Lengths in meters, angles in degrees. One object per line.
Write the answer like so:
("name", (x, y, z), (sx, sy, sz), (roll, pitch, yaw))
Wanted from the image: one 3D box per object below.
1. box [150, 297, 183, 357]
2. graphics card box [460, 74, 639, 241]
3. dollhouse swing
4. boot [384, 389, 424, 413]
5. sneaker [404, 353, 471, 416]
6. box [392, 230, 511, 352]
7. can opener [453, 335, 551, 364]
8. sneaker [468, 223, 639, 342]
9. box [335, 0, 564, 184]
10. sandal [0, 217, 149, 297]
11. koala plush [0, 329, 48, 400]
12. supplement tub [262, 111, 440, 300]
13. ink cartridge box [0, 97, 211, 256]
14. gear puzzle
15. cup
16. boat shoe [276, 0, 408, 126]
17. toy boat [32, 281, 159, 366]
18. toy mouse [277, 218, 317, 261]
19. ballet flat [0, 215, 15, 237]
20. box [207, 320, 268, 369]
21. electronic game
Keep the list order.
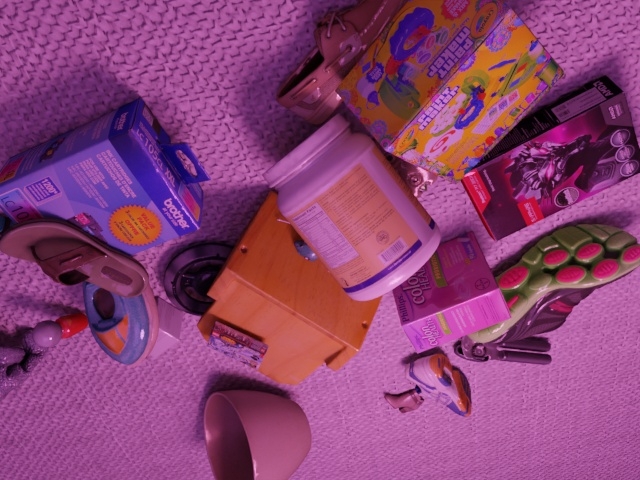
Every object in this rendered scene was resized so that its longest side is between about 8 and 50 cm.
("box", (-0.421, 0.225, 1.571), (0.102, 0.101, 0.087), (-37, 124, 23))
("graphics card box", (0.508, -0.173, 1.366), (0.370, 0.094, 0.233), (-27, 126, 14))
("dollhouse swing", (-0.079, 0.134, 1.471), (0.346, 0.315, 0.305), (32, 152, -9))
("boot", (0.266, 0.495, 1.908), (0.087, 0.042, 0.118), (-39, 124, 15))
("sneaker", (0.359, 0.439, 1.847), (0.130, 0.112, 0.296), (-17, 129, 30))
("box", (0.309, 0.125, 1.502), (0.242, 0.214, 0.117), (-24, 127, 13))
("can opener", (0.533, 0.323, 1.793), (0.283, 0.076, 0.095), (8, 159, -13))
("sneaker", (0.595, 0.120, 1.585), (0.482, 0.185, 0.202), (-31, 143, 21))
("box", (0.238, -0.288, 1.108), (0.290, 0.177, 0.279), (-47, 148, 21))
("sandal", (-0.494, 0.047, 1.243), (0.302, 0.086, 0.120), (25, 122, -25))
("koala plush", (-0.845, 0.276, 1.524), (0.196, 0.203, 0.221), (-25, 115, 13))
("supplement tub", (0.062, -0.068, 1.251), (0.241, 0.241, 0.331), (-36, 99, 20))
("ink cartridge box", (-0.427, -0.112, 1.276), (0.395, 0.151, 0.270), (-22, 128, 9))
("gear puzzle", (0.158, -0.150, 1.379), (0.175, 0.044, 0.339), (36, 113, -18))
("cup", (-0.168, 0.579, 1.781), (0.236, 0.331, 0.331), (-8, 134, -34))
("boat shoe", (0.040, -0.365, 1.141), (0.110, 0.122, 0.341), (25, 123, -25))
("toy boat", (-0.537, 0.190, 1.463), (0.318, 0.148, 0.268), (-17, 92, 25))
("toy mouse", (0.000, 0.000, 1.362), (0.160, 0.143, 0.031), (-12, 166, -27))
("ballet flat", (-0.698, -0.019, 1.368), (0.203, 0.074, 0.074), (-1, 129, -8))
("box", (-0.195, 0.248, 1.434), (0.137, 0.027, 0.094), (26, 143, -1))
("electronic game", (-0.274, 0.102, 1.523), (0.229, 0.048, 0.229), (-6, 125, -9))
